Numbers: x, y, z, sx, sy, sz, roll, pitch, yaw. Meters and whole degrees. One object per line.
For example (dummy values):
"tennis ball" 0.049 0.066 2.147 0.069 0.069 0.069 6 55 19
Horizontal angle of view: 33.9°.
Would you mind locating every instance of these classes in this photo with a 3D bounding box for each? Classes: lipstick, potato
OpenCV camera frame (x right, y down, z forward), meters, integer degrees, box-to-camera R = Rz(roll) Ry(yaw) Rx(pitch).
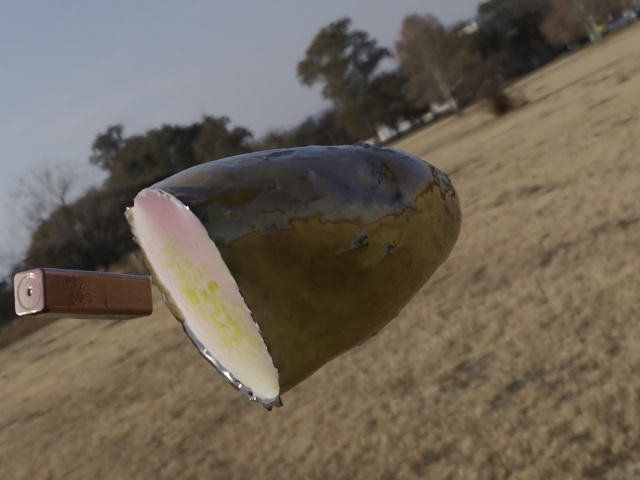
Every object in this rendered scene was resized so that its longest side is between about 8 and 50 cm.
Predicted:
"lipstick" -0.232 0.055 1.039 0.045 0.045 0.145 -14 -13 33
"potato" 0.000 0.000 0.941 0.266 0.229 0.229 -27 3 -27
